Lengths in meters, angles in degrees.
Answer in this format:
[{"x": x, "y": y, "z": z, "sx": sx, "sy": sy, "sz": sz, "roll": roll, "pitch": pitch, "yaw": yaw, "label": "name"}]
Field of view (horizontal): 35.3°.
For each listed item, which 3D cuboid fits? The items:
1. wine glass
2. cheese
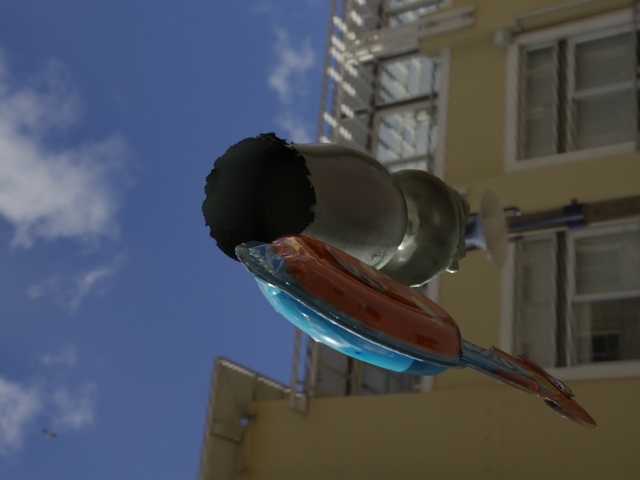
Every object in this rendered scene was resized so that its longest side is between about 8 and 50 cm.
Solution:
[{"x": 0.017, "y": -0.016, "z": 0.714, "sx": 0.222, "sy": 0.103, "sz": 0.103, "roll": 6, "pitch": -102, "yaw": -58, "label": "wine glass"}, {"x": 0.057, "y": 0.050, "z": 0.542, "sx": 0.256, "sy": 0.106, "sz": 0.037, "roll": 24, "pitch": -78, "yaw": -34, "label": "cheese"}]
